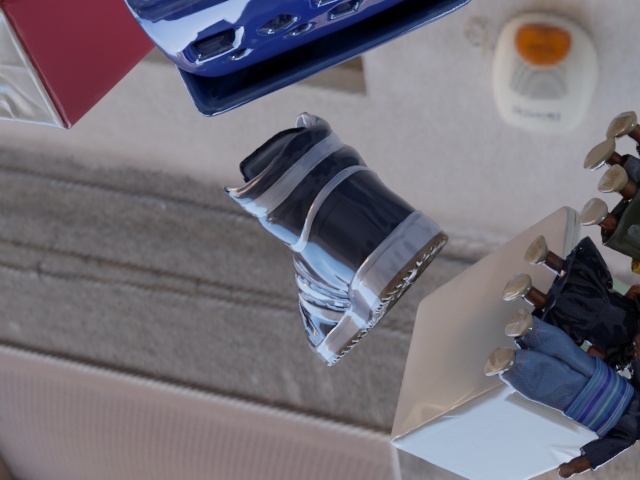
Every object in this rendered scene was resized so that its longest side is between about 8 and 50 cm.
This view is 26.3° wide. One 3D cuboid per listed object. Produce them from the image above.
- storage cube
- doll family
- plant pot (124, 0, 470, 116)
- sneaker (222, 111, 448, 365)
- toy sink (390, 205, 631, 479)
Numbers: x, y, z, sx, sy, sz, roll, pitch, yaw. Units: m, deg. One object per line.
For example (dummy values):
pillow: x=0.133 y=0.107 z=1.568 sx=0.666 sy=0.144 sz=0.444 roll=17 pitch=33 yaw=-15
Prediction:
storage cube: x=-0.347 y=-0.272 z=1.668 sx=0.184 sy=0.215 sz=0.193 roll=11 pitch=-132 yaw=36
doll family: x=0.164 y=0.032 z=0.700 sx=0.193 sy=0.111 sz=0.076 roll=-56 pitch=-165 yaw=0
plant pot: x=-0.031 y=-0.227 z=0.867 sx=0.236 sy=0.212 sz=0.236 roll=-24 pitch=-110 yaw=-2
sneaker: x=0.000 y=0.000 z=1.074 sx=0.153 sy=0.282 sz=0.099 roll=42 pitch=-109 yaw=5
toy sink: x=0.184 y=0.099 z=1.165 sx=0.131 sy=0.234 sz=0.152 roll=26 pitch=-124 yaw=-17
